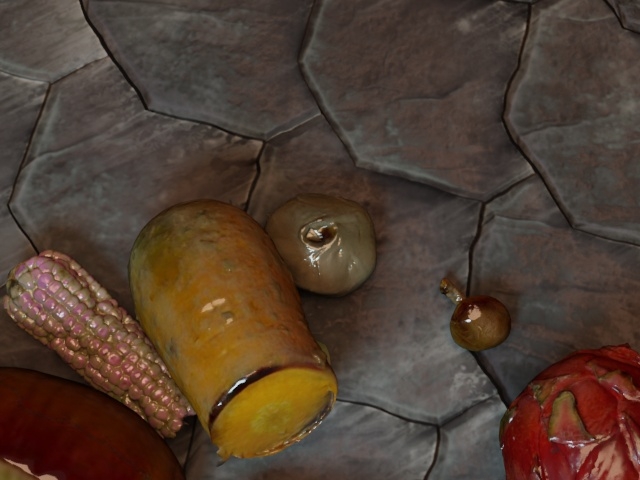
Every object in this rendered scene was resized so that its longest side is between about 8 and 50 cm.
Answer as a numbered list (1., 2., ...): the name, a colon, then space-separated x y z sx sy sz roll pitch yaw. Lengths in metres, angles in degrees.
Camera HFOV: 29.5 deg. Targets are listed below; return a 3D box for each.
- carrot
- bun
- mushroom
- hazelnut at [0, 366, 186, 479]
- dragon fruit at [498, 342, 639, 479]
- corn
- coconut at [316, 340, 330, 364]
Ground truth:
1. carrot: -0.129 0.108 1.666 0.224 0.224 0.341 -23 52 -9
2. bun: 0.000 0.000 1.788 0.173 0.113 0.167 -11 75 -9
3. mushroom: 0.218 0.109 1.794 0.129 0.073 0.088 42 110 12
4. hazelnut: -0.369 0.340 1.573 0.409 0.359 0.359 26 74 8
5. dragon fruit: 0.382 0.289 1.642 0.277 0.277 0.342 46 58 9
6. corn: -0.307 0.145 1.729 0.335 0.126 0.127 40 76 6
7. coconut: -0.028 0.180 1.756 0.082 0.081 0.083 20 90 32
